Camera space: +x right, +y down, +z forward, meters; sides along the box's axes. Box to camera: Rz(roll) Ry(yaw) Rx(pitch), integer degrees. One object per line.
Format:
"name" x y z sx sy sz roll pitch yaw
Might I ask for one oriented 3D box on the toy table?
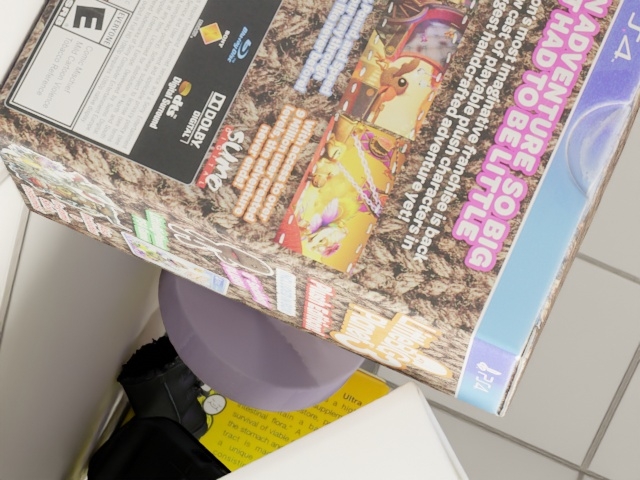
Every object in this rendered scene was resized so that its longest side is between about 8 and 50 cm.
"toy table" 0.000 0.000 1.482 0.161 0.252 0.274 -52 -167 27

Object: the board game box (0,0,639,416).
"board game box" 0.013 -0.079 1.009 0.141 0.291 0.232 88 27 -74

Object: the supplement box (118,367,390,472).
"supplement box" -0.105 0.263 1.652 0.194 0.195 0.356 98 17 -66

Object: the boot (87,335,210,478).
"boot" -0.143 0.138 1.539 0.121 0.045 0.099 -31 138 -21

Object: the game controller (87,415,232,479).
"game controller" -0.102 0.245 1.389 0.166 0.067 0.319 -51 -144 -4

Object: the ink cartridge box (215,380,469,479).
"ink cartridge box" -0.075 0.243 1.123 0.385 0.160 0.279 -26 170 0
